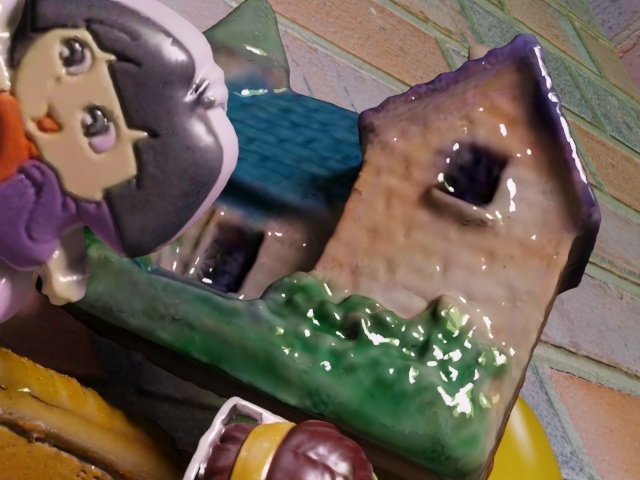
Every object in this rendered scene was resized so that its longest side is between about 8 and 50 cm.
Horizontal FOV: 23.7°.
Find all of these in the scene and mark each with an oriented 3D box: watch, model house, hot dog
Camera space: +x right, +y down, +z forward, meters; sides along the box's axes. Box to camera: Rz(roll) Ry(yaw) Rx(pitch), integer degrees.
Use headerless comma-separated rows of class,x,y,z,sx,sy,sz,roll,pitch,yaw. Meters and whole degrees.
watch,-0.157,-0.070,0.857,0.231,0.244,0.196,-49,118,-77
model house,0.019,-0.020,0.983,0.312,0.280,0.245,23,-10,14
hot dog,-0.183,0.101,0.873,0.289,0.083,0.068,35,10,-36

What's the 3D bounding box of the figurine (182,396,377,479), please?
figurine,-0.031,0.195,0.869,0.116,0.240,0.174,24,45,9

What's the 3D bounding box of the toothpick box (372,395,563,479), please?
toothpick box,0.104,0.220,1.111,0.175,0.175,0.271,44,23,-21
